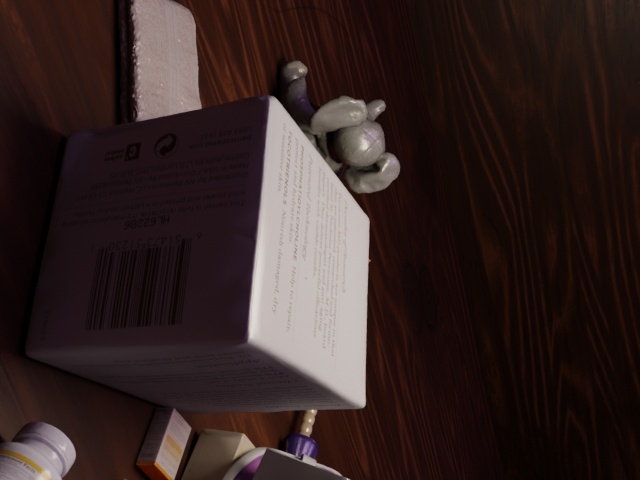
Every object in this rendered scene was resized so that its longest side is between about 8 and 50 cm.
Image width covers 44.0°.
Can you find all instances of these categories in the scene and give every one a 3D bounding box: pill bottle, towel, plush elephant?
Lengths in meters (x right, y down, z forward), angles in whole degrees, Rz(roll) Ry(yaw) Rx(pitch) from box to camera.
[{"bbox_3d":[-0.348,0.288,0.865,0.184,0.103,0.103,-61,139,-56],"label":"pill bottle"},{"bbox_3d":[-0.264,-0.280,1.309,0.187,0.049,0.283,13,72,-68],"label":"towel"},{"bbox_3d":[0.041,-0.241,1.786,0.272,0.255,0.330,64,29,-41],"label":"plush elephant"}]

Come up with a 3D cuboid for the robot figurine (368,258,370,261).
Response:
[{"bbox_3d":[0.001,0.000,1.716,0.219,0.158,0.128,34,12,-15],"label":"robot figurine"}]

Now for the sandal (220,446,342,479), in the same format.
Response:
[{"bbox_3d":[-0.042,0.438,1.348,0.416,0.102,0.170,21,69,-60],"label":"sandal"}]

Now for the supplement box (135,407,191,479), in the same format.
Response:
[{"bbox_3d":[-0.240,0.316,1.220,0.098,0.036,0.062,-75,150,-42],"label":"supplement box"}]

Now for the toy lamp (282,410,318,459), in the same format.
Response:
[{"bbox_3d":[-0.026,0.379,1.696,0.275,0.080,0.080,-70,147,-50],"label":"toy lamp"}]

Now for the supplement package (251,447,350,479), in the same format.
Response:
[{"bbox_3d":[0.021,0.471,1.187,0.262,0.198,0.199,39,67,-32],"label":"supplement package"}]

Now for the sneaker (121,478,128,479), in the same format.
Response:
[{"bbox_3d":[-0.271,0.397,1.127,0.057,0.047,0.119,-41,124,-38],"label":"sneaker"}]

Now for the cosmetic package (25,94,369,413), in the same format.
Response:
[{"bbox_3d":[-0.143,0.052,1.141,0.394,0.329,0.328,46,42,-58],"label":"cosmetic package"}]

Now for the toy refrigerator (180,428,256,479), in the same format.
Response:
[{"bbox_3d":[-0.136,0.442,1.382,0.270,0.094,0.102,62,37,-42],"label":"toy refrigerator"}]
